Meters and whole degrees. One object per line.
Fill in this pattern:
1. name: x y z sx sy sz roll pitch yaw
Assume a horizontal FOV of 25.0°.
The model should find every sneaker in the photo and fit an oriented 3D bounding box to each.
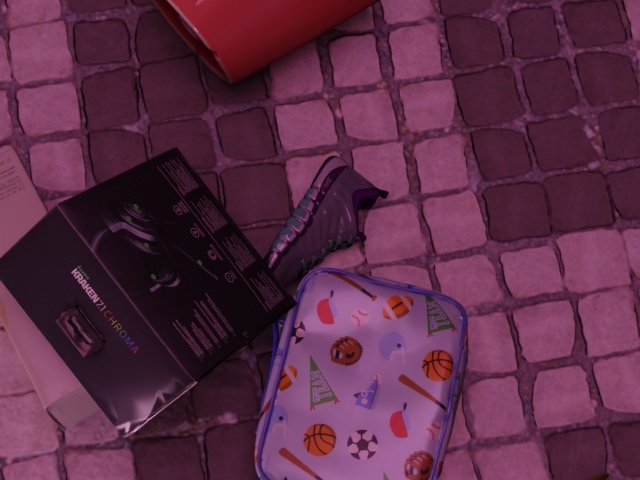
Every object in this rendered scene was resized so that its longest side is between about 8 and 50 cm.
1. sneaker: 0.000 0.000 1.829 0.098 0.083 0.223 31 72 3

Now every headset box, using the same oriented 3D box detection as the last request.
1. headset box: -0.198 0.055 1.646 0.131 0.283 0.246 -38 90 29

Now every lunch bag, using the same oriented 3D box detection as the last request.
1. lunch bag: 0.046 0.184 1.753 0.243 0.115 0.303 12 70 8

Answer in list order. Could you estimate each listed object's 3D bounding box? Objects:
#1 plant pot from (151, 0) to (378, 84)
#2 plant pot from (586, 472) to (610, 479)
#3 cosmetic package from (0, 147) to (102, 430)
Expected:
1. plant pot: -0.086 -0.350 1.860 0.243 0.275 0.275 -41 77 -5
2. plant pot: 0.333 0.336 1.735 0.083 0.083 0.079 -32 87 -12
3. cosmetic package: -0.342 0.062 1.755 0.113 0.160 0.309 -27 74 -9
